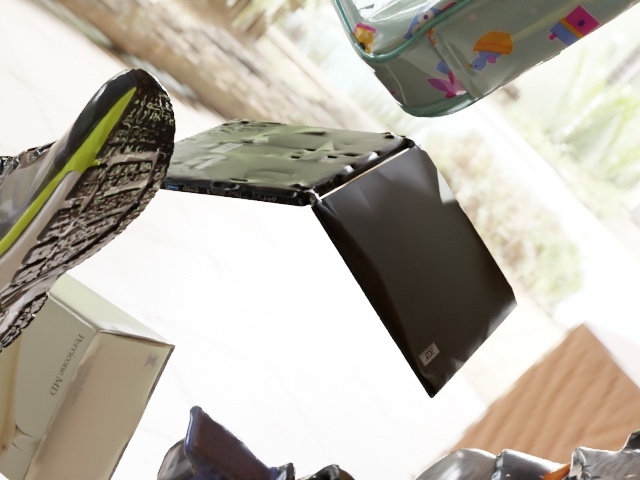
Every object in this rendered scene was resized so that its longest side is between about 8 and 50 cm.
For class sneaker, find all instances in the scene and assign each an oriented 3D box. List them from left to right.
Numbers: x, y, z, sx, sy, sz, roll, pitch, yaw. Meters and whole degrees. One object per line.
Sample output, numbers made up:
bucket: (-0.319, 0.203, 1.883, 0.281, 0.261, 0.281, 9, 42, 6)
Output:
sneaker: (-0.220, -0.024, 0.987, 0.121, 0.300, 0.111, 54, 25, 11)

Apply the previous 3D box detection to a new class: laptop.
laptop: (0.000, 0.000, 1.100, 0.264, 0.137, 0.234, 7, 16, 21)

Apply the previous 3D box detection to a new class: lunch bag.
lunch bag: (0.137, -0.239, 1.097, 0.108, 0.279, 0.224, 48, 14, -44)

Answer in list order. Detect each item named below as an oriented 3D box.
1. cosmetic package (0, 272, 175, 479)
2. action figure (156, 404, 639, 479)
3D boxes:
cosmetic package: (-0.298, 0.089, 1.313, 0.309, 0.160, 0.113, 28, 4, 35)
action figure: (0.023, 0.156, 0.707, 0.341, 0.330, 0.179, 49, 36, -30)
